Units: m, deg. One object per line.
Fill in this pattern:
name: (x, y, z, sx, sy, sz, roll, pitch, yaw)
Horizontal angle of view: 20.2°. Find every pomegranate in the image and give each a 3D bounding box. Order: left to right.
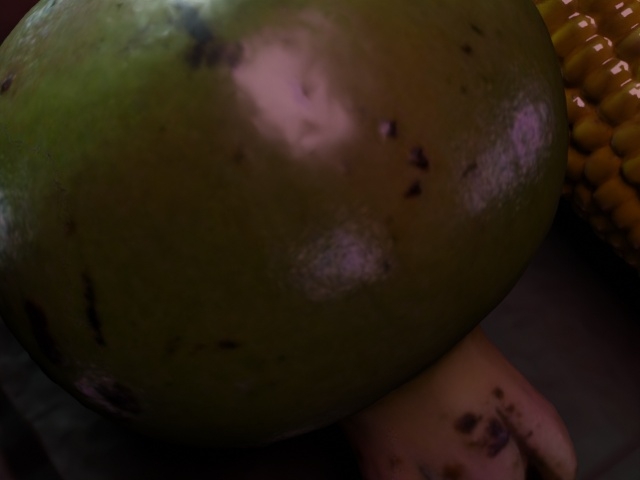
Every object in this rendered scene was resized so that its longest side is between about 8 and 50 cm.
pomegranate: (0.004, -0.014, 0.529, 0.210, 0.179, 0.179, 27, 59, -23)

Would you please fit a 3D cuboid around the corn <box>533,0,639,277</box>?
corn: (0.133, -0.031, 0.602, 0.106, 0.106, 0.305, -36, 82, -27)
